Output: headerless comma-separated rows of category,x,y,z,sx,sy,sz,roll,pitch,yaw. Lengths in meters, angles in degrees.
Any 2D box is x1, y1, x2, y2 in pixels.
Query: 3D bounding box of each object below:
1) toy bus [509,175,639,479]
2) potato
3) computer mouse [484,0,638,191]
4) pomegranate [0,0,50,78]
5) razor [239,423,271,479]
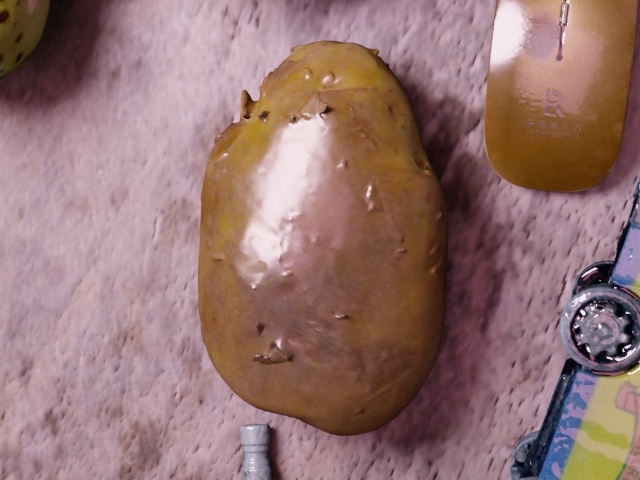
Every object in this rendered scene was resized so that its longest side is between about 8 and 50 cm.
toy bus,0.243,0.124,0.786,0.190,0.152,0.312,20,102,14
potato,0.000,0.000,0.848,0.192,0.141,0.296,2,95,13
computer mouse,0.176,-0.134,0.830,0.102,0.045,0.199,8,99,12
pomegranate,-0.270,-0.232,0.891,0.204,0.277,0.222,-2,104,56
razor,-0.048,0.267,0.926,0.068,0.106,0.232,-3,86,16
